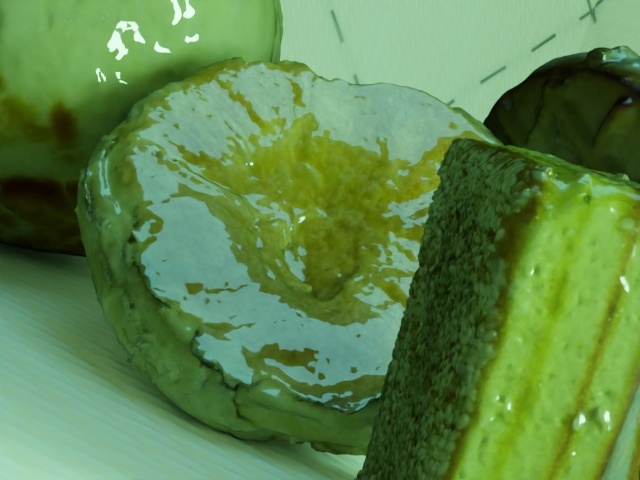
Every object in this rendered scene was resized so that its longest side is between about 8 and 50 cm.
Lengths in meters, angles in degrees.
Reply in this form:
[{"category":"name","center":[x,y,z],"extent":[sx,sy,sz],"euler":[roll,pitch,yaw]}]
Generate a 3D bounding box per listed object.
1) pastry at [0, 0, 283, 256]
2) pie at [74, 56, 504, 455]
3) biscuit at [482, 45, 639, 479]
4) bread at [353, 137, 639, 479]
[{"category":"pastry","center":[-0.218,-0.147,1.225],"extent":[0.388,0.313,0.388],"euler":[6,2,0]},{"category":"pie","center":[0.000,0.000,1.002],"extent":[0.339,0.083,0.339],"euler":[7,47,-7]},{"category":"biscuit","center":[0.220,0.028,1.072],"extent":[0.103,0.332,0.332],"euler":[-18,28,-31]},{"category":"bread","center":[0.103,0.071,0.786],"extent":[0.110,0.234,0.184],"euler":[14,8,-10]}]
